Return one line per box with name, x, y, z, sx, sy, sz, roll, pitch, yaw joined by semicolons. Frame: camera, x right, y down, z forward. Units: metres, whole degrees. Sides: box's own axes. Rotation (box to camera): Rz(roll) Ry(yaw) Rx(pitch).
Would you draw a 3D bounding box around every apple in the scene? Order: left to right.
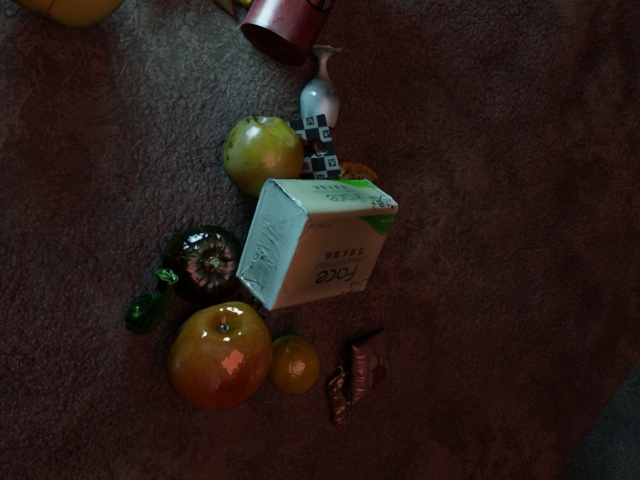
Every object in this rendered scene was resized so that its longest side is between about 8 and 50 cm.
apple;-0.281;0.318;1.519;0.299;0.299;0.275;2;123;-27

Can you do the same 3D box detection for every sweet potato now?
sweet potato;-0.301;-0.709;1.449;0.065;0.051;0.218;-31;119;25

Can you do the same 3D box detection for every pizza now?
pizza;0.119;-0.210;1.772;0.160;0.036;0.098;16;92;-28

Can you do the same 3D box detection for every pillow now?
pillow;0.178;0.441;1.880;0.223;0.084;0.236;-17;106;-45

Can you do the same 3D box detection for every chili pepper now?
chili pepper;-0.459;0.177;1.460;0.084;0.099;0.253;4;136;-45

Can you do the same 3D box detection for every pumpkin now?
pumpkin;-0.328;0.071;1.529;0.238;0.159;0.237;-3;97;-24

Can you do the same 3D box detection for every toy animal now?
toy animal;0.071;0.552;1.884;0.099;0.057;0.241;-19;109;-22

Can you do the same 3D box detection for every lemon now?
lemon;-0.089;0.399;1.707;0.178;0.178;0.203;-21;121;-22

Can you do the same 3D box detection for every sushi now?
sushi;-0.054;-0.273;1.624;0.215;0.050;0.192;-9;111;21

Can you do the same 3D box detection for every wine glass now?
wine glass;0.001;-0.459;1.615;0.127;0.126;0.241;2;97;-27

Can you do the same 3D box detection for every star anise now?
star anise;-0.222;0.228;1.680;0.141;0.042;0.140;-6;103;-27

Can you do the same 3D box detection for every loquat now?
loquat;-0.162;-0.231;1.522;0.244;0.244;0.243;-5;102;-26

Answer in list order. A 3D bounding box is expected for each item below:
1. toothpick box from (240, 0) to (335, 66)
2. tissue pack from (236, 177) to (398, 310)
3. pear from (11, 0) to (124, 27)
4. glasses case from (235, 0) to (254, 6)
toothpick box;-0.059;-0.688;1.495;0.204;0.204;0.333;29;86;-28
tissue pack;0.000;0.000;1.550;0.405;0.205;0.331;-6;127;-45
pear;-0.575;-0.648;1.165;0.349;0.348;0.348;-5;102;-26
glasses case;-0.176;-0.769;1.494;0.079;0.064;0.234;27;86;-19
